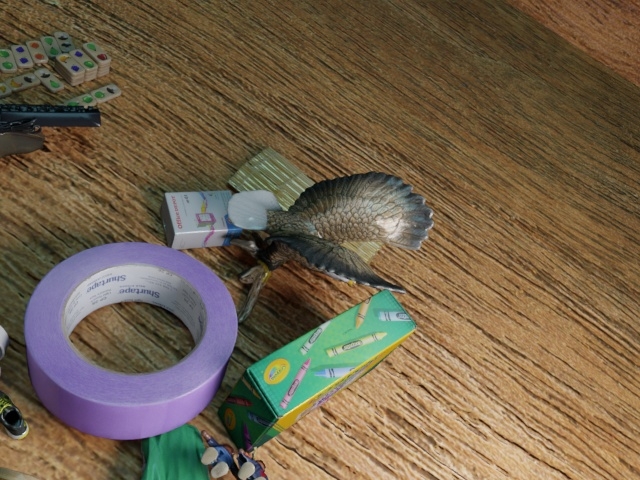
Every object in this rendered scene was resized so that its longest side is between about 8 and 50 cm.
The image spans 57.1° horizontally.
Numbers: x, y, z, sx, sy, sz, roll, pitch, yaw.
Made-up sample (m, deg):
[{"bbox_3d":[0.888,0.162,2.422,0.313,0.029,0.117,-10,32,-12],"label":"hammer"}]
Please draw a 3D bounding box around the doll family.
[{"bbox_3d":[-0.093,0.328,0.774,0.076,0.111,0.193,-27,80,-2],"label":"doll family"}]

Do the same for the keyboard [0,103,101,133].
[{"bbox_3d":[-0.516,-0.199,0.930,0.317,0.033,0.201,-5,23,-22],"label":"keyboard"}]

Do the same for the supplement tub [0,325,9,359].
[{"bbox_3d":[-0.466,0.179,0.673,0.144,0.144,0.200,21,49,-11],"label":"supplement tub"}]

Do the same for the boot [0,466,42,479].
[{"bbox_3d":[-0.362,0.335,0.524,0.104,0.295,0.211,42,35,-26],"label":"boot"}]

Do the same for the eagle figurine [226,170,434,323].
[{"bbox_3d":[0.008,0.004,0.948,0.225,0.298,0.227,9,69,-46],"label":"eagle figurine"}]

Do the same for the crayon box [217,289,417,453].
[{"bbox_3d":[-0.003,0.192,0.877,0.278,0.165,0.081,-24,68,-37],"label":"crayon box"}]

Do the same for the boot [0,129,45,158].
[{"bbox_3d":[-0.538,-0.117,0.931,0.219,0.082,0.106,-16,89,-45],"label":"boot"}]

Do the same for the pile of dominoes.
[{"bbox_3d":[-0.517,-0.312,1.093,0.196,0.040,0.251,43,48,9],"label":"pile of dominoes"}]

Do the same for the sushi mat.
[{"bbox_3d":[-0.023,-0.056,1.153,0.316,0.019,0.151,38,49,6],"label":"sushi mat"}]

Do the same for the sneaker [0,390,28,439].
[{"bbox_3d":[-0.402,0.215,0.751,0.083,0.035,0.031,41,48,8],"label":"sneaker"}]

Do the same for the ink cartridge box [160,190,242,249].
[{"bbox_3d":[-0.209,-0.037,1.026,0.122,0.052,0.089,-6,59,-28],"label":"ink cartridge box"}]

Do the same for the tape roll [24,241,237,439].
[{"bbox_3d":[-0.259,0.130,0.821,0.274,0.090,0.275,12,44,-12],"label":"tape roll"}]

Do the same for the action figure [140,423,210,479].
[{"bbox_3d":[-0.188,0.321,0.758,0.137,0.063,0.232,3,48,-23],"label":"action figure"}]
